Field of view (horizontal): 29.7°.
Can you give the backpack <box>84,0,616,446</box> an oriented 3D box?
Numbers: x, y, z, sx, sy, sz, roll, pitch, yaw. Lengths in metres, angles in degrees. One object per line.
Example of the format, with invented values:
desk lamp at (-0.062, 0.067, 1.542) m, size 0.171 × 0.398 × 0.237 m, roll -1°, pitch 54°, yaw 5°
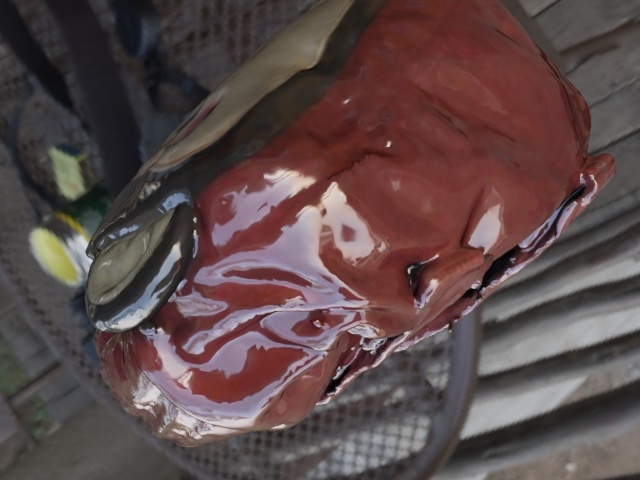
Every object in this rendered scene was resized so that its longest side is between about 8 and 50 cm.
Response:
backpack at (-0.002, -0.002, 0.494) m, size 0.139 × 0.229 × 0.229 m, roll 43°, pitch 145°, yaw -3°
